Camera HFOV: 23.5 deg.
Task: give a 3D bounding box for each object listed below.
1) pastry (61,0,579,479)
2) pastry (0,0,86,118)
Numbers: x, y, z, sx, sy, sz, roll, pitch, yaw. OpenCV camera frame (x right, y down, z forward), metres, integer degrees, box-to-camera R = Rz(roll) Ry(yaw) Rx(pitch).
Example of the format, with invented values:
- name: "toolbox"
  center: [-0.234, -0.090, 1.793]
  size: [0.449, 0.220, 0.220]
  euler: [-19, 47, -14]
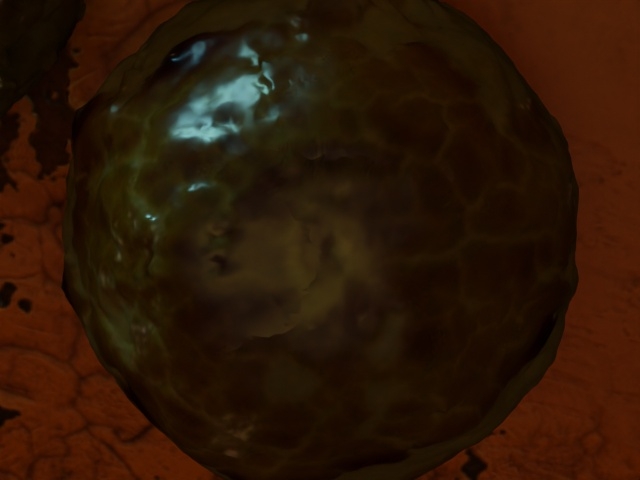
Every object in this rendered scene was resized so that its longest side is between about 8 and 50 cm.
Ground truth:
- name: "pastry"
  center: [0.000, 0.000, 1.088]
  size: [0.388, 0.313, 0.389]
  euler: [1, 111, 2]
- name: "pastry"
  center: [-0.307, -0.191, 1.124]
  size: [0.311, 0.162, 0.255]
  euler: [-41, 99, 16]
